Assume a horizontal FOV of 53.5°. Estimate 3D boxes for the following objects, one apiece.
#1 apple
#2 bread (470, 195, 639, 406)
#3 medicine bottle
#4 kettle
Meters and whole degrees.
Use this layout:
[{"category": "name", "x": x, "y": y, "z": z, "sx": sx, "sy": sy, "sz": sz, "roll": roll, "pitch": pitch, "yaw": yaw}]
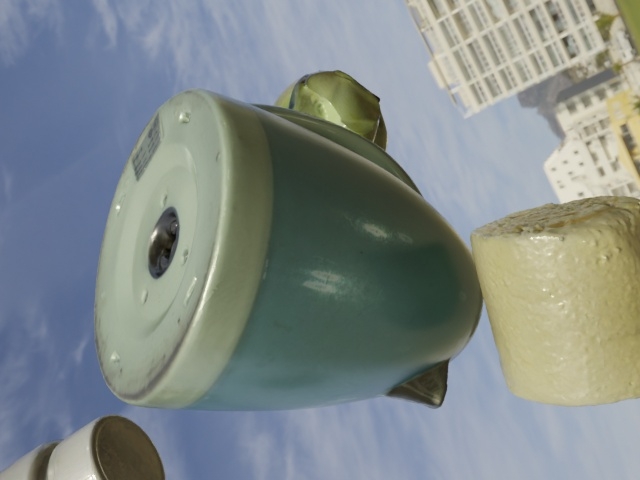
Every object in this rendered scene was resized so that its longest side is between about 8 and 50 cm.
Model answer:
[{"category": "apple", "x": 0.007, "y": -0.131, "z": 0.908, "sx": 0.207, "sy": 0.174, "sz": 0.188, "roll": 43, "pitch": -119, "yaw": -53}, {"category": "bread", "x": 0.203, "y": 0.042, "z": 0.509, "sx": 0.148, "sy": 0.134, "sz": 0.141, "roll": -25, "pitch": -80, "yaw": -57}, {"category": "medicine bottle", "x": -0.441, "y": 0.447, "z": 1.046, "sx": 0.208, "sy": 0.340, "sz": 0.208, "roll": 54, "pitch": -171, "yaw": -13}, {"category": "kettle", "x": 0.000, "y": 0.000, "z": 0.594, "sx": 0.342, "sy": 0.247, "sz": 0.319, "roll": 13, "pitch": -125, "yaw": -34}]
